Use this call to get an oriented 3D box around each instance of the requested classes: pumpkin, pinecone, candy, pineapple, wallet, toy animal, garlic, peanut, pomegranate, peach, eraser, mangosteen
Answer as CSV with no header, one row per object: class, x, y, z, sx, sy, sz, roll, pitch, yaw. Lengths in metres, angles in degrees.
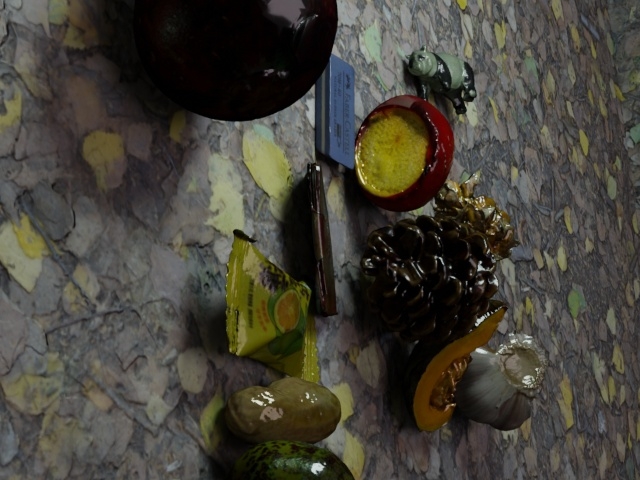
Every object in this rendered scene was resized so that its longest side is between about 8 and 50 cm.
pumpkin,0.212,0.207,1.992,0.163,0.111,0.278,22,97,-55
pinecone,0.192,0.065,1.902,0.257,0.243,0.243,58,32,-65
candy,-0.072,0.108,1.629,0.297,0.081,0.187,36,52,-58
pineapple,0.298,0.010,2.125,0.158,0.161,0.334,-59,155,-27
wallet,0.000,0.000,1.787,0.137,0.031,0.255,51,33,-84
toy animal,0.255,-0.346,2.287,0.225,0.094,0.121,3,68,-48
garlic,0.364,0.245,2.182,0.207,0.207,0.257,58,30,-30
peanut,-0.057,0.256,1.606,0.226,0.095,0.108,5,44,-52
pomegranate,-0.051,0.380,1.521,0.204,0.276,0.222,1,103,-20
peach,0.150,-0.156,1.974,0.190,0.196,0.226,38,40,-3
eraser,0.026,-0.238,1.943,0.082,0.036,0.225,24,61,-51
mangosteen,-0.120,-0.318,1.502,0.311,0.311,0.311,24,60,-53
